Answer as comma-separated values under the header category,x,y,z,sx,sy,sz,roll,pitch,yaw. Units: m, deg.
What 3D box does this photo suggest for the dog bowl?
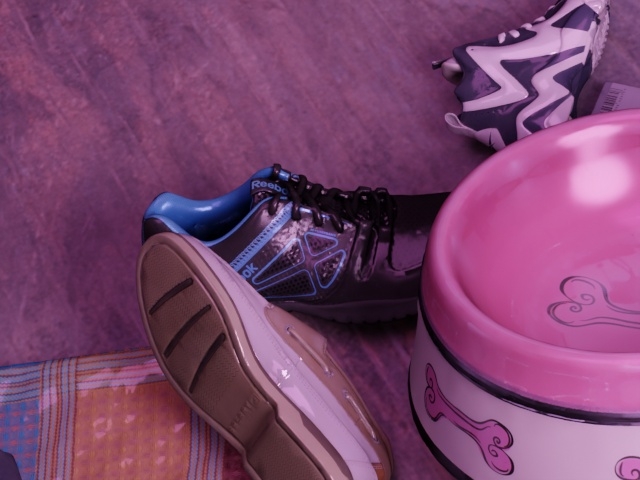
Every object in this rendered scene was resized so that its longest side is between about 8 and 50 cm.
category,x,y,z,sx,sy,sz,roll,pitch,yaw
dog bowl,0.262,0.042,1.441,0.408,0.150,0.408,-9,36,6

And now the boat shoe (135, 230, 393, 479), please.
category,x,y,z,sx,sy,sz,roll,pitch,yaw
boat shoe,-0.051,0.116,1.597,0.103,0.113,0.302,-20,70,-47

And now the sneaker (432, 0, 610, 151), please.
category,x,y,z,sx,sy,sz,roll,pitch,yaw
sneaker,0.192,-0.186,1.761,0.153,0.094,0.235,13,72,15

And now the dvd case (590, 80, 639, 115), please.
category,x,y,z,sx,sy,sz,roll,pitch,yaw
dvd case,0.345,-0.050,1.664,0.239,0.029,0.179,15,63,26

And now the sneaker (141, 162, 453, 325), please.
category,x,y,z,sx,sy,sz,roll,pitch,yaw
sneaker,0.000,0.000,1.655,0.341,0.139,0.125,-12,33,7

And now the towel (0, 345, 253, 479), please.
category,x,y,z,sx,sy,sz,roll,pitch,yaw
towel,-0.213,0.219,1.654,0.370,0.040,0.271,-9,56,11

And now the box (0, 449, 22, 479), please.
category,x,y,z,sx,sy,sz,roll,pitch,yaw
box,-0.398,0.444,1.325,0.480,0.297,0.471,-42,51,13
